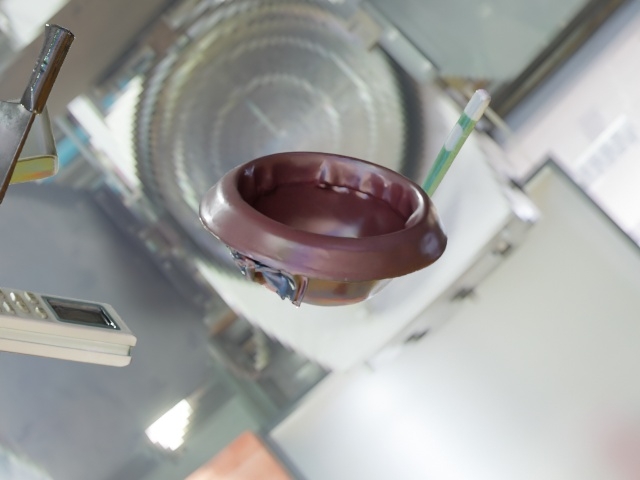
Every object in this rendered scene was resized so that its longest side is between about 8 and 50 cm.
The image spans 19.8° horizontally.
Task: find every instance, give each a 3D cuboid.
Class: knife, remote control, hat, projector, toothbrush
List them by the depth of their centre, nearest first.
[{"bbox_3d":[0.000,0.000,1.451,0.205,0.205,0.089,-16,-54,-43],"label":"hat"},{"bbox_3d":[-0.301,-0.105,1.765,0.028,0.060,0.230,41,-114,-58],"label":"knife"},{"bbox_3d":[0.103,-0.049,1.780,0.024,0.018,0.257,-7,-39,-38],"label":"toothbrush"},{"bbox_3d":[-0.373,-0.123,2.277,0.083,0.082,0.083,-10,-16,-12],"label":"projector"},{"bbox_3d":[-0.378,0.101,2.338,0.277,0.103,0.056,10,-72,-30],"label":"remote control"}]
